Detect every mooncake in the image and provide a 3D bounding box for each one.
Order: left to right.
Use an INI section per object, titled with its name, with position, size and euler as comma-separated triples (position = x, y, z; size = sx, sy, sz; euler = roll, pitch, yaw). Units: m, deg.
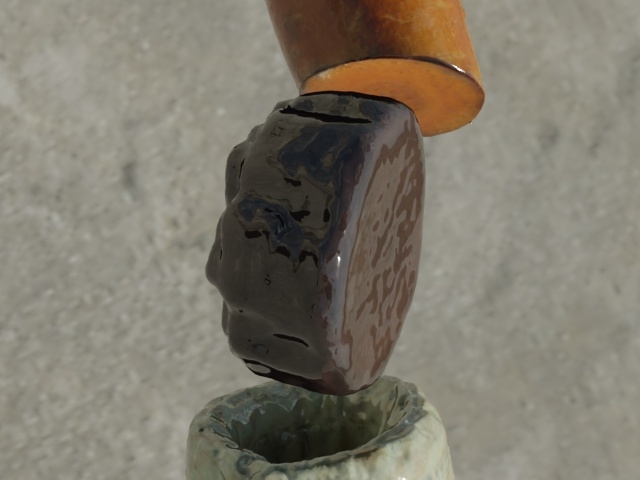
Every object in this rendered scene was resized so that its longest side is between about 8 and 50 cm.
[mooncake]
position = 0.000, 0.000, 1.777
size = 0.283, 0.141, 0.283
euler = 11, 90, -69

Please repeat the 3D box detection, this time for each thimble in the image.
[thimble]
position = -0.006, 0.269, 2.021
size = 0.291, 0.291, 0.195
euler = -29, 117, -54

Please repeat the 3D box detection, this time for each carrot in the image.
[carrot]
position = 0.033, -0.271, 1.986
size = 0.214, 0.193, 0.331
euler = -5, 78, -35
